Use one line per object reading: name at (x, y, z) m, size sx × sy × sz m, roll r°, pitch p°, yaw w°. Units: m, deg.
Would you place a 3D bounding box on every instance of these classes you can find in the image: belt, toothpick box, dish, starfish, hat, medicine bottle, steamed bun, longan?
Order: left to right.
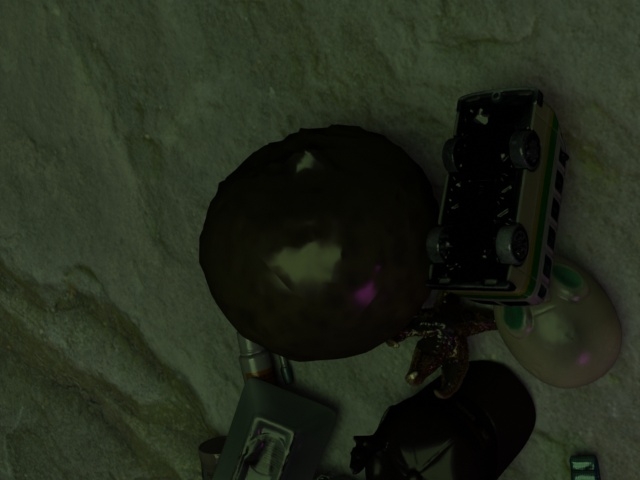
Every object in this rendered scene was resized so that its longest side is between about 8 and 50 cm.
toothpick box at (-0.182, 0.467, 1.857) m, size 0.098 × 0.098 × 0.149 m, roll -1°, pitch 99°, yaw 25°
medicine bottle at (-0.107, 0.226, 1.801) m, size 0.092 × 0.061 × 0.220 m, roll -13°, pitch 95°, yaw 2°
dish at (-0.096, 0.395, 1.741) m, size 0.182 × 0.080 × 0.243 m, roll 21°, pitch 98°, yaw 9°
longan at (0.000, 0.000, 1.513) m, size 0.391 × 0.391 × 0.391 m, roll 5°, pitch 102°, yaw 24°
hat at (0.202, 0.339, 1.549) m, size 0.238 × 0.209 × 0.336 m, roll 43°, pitch 90°, yaw 14°
starfish at (0.219, 0.146, 1.586) m, size 0.216 × 0.071 × 0.238 m, roll 17°, pitch 77°, yaw -9°
steamed bun at (0.370, 0.125, 1.499) m, size 0.177 × 0.131 × 0.228 m, roll -31°, pitch 88°, yaw 10°
belt at (0.450, 0.444, 1.581) m, size 0.065 × 0.100 × 0.179 m, roll -6°, pitch 82°, yaw 27°

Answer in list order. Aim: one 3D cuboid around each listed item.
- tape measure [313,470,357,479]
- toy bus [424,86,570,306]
tape measure at (0.073, 0.538, 1.741) m, size 0.236 × 0.120 × 0.197 m, roll 11°, pitch 97°, yaw 31°
toy bus at (0.276, -0.057, 1.421) m, size 0.143 × 0.179 × 0.305 m, roll -2°, pitch 71°, yaw 40°
